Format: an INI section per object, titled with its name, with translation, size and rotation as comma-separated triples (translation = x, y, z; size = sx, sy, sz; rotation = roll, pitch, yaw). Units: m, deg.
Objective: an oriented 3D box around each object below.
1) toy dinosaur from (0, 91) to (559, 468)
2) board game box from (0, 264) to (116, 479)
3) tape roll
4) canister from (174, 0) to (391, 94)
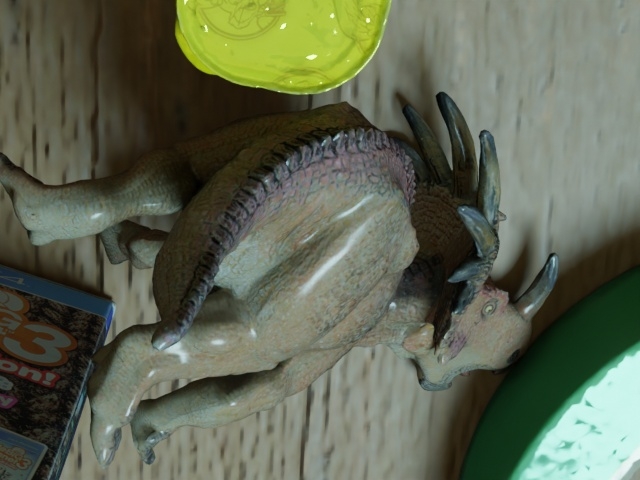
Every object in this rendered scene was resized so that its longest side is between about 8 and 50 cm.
[toy dinosaur]
translation = 0.000, 0.000, 0.518
size = 0.200, 0.296, 0.127
rotation = -19, 78, 2
[board game box]
translation = -0.199, 0.152, 0.516
size = 0.141, 0.291, 0.232
rotation = 19, 105, -7
[tape roll]
translation = 0.230, 0.158, 0.651
size = 0.321, 0.077, 0.321
rotation = -1, 107, -3
[canister]
translation = -0.010, -0.133, 0.497
size = 0.073, 0.170, 0.126
rotation = 9, 107, -5
